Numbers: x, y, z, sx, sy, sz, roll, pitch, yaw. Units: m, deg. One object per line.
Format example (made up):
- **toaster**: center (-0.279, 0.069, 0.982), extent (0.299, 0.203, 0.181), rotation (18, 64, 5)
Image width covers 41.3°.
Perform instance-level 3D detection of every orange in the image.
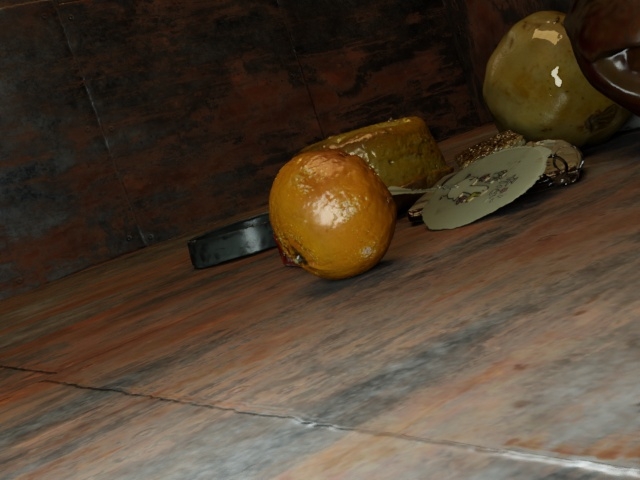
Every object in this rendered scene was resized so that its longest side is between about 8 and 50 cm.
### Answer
- **orange**: center (0.012, -0.034, 1.202), extent (0.161, 0.193, 0.193), rotation (-36, 13, -22)

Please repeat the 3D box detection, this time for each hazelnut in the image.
- **hazelnut**: center (0.657, -0.394, 1.495), extent (0.402, 0.402, 0.429), rotation (-13, 27, 35)

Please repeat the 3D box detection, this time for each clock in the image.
- **clock**: center (-0.159, -0.015, 2.027), extent (0.325, 0.067, 0.325), rotation (-17, 6, 2)

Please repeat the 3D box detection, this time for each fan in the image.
- **fan**: center (0.222, -0.092, 1.485), extent (0.233, 0.012, 0.414), rotation (-42, 21, -25)

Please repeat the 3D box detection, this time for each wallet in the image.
- **wallet**: center (0.327, -0.117, 1.555), extent (0.335, 0.068, 0.275), rotation (-16, 9, 26)

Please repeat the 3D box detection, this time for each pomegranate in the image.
- **pomegranate**: center (0.517, -0.342, 1.838), extent (0.332, 0.333, 0.332), rotation (-18, 6, 2)

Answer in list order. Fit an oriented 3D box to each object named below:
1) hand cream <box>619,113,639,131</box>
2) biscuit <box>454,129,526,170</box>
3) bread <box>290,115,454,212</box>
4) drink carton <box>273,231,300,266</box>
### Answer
- **hand cream**: center (0.644, -0.262, 1.993), extent (0.121, 0.076, 0.336), rotation (-21, 0, -43)
- **biscuit**: center (0.324, -0.176, 1.648), extent (0.131, 0.025, 0.231), rotation (-26, 7, 8)
- **bread**: center (0.094, -0.144, 1.845), extent (0.358, 0.204, 0.336), rotation (-26, 5, -41)
- **drink carton**: center (0.000, 0.000, 1.451), extent (0.096, 0.071, 0.223), rotation (-20, 6, -18)
